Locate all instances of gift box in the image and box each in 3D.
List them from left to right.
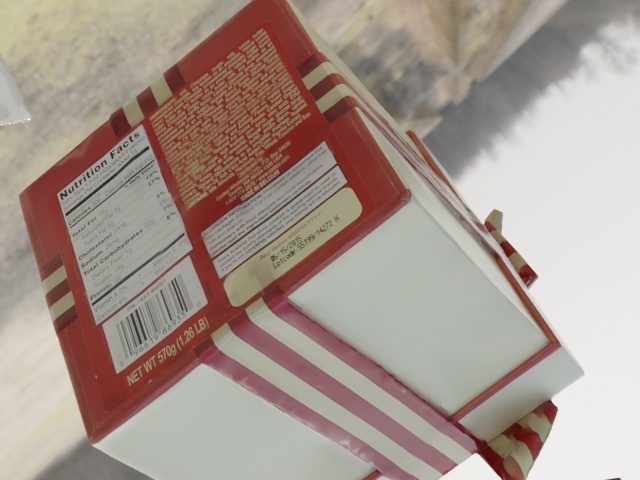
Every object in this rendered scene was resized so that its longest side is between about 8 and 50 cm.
[{"bbox_3d":[-0.010,0.053,0.757,0.255,0.276,0.258,-35,138,13],"label":"gift box"}]

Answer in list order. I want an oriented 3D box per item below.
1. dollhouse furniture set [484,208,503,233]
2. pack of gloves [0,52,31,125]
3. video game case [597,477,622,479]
[{"bbox_3d":[0.000,0.000,1.398,0.201,0.374,0.152,-54,-165,40],"label":"dollhouse furniture set"},{"bbox_3d":[-0.290,-0.194,0.867,0.046,0.232,0.195,-22,180,21],"label":"pack of gloves"},{"bbox_3d":[0.177,0.347,0.995,0.196,0.274,0.026,-11,158,12],"label":"video game case"}]
